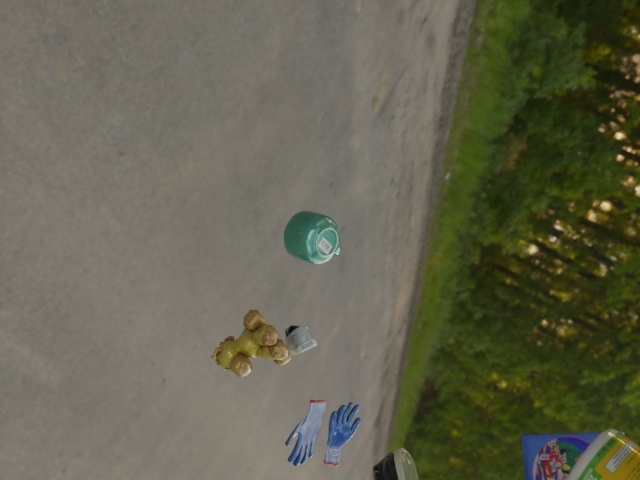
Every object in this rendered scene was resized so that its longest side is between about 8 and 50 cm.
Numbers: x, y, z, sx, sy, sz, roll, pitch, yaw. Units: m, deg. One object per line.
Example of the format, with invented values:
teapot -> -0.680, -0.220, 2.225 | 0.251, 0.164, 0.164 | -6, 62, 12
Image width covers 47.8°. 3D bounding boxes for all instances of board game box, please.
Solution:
board game box -> 0.620, 0.639, 1.725 | 0.078, 0.233, 0.347 | 23, 61, -52

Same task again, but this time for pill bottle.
pill bottle -> 0.514, 0.415, 1.104 | 0.136, 0.246, 0.136 | -29, 137, -31

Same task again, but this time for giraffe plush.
giraffe plush -> -0.206, 0.294, 1.968 | 0.170, 0.210, 0.181 | -39, 125, -15

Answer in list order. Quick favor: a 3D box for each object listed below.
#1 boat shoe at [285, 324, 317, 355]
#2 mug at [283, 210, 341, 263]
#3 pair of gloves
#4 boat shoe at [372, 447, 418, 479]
boat shoe -> -0.062, 0.275, 2.044 | 0.079, 0.081, 0.227 | -23, 174, -14
mug -> -0.003, -0.008, 1.830 | 0.158, 0.097, 0.129 | -14, 110, -38
pair of gloves -> 0.008, 0.432, 1.616 | 0.198, 0.023, 0.159 | 16, 94, -41
boat shoe -> 0.170, 0.650, 1.670 | 0.127, 0.113, 0.340 | 46, 27, -40
